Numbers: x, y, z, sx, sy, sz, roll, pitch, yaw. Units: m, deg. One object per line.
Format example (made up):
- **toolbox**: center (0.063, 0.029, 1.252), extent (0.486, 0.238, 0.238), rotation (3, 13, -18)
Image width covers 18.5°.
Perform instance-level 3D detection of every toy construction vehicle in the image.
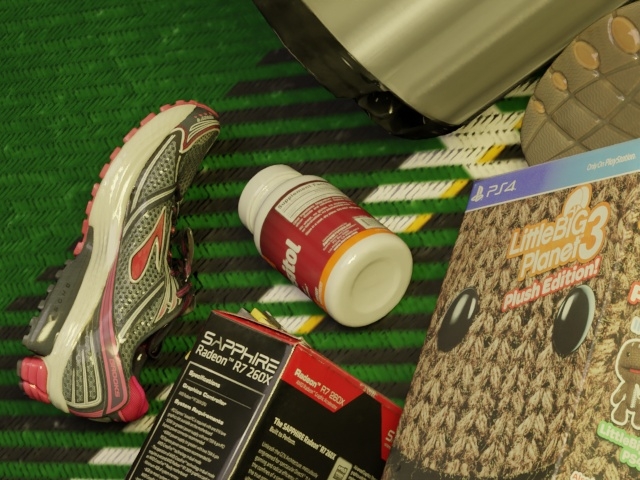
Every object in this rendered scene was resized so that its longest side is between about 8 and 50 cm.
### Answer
- **toy construction vehicle**: center (-0.066, 0.101, 1.649), extent (0.086, 0.035, 0.098), rotation (-48, 49, 4)

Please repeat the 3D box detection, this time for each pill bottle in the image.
- **pill bottle**: center (0.000, 0.000, 1.623), extent (0.086, 0.086, 0.152), rotation (-52, 48, 1)

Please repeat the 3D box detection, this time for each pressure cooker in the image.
- **pressure cooker**: center (0.138, -0.327, 1.510), extent (0.420, 0.375, 0.370), rotation (-36, 43, 20)

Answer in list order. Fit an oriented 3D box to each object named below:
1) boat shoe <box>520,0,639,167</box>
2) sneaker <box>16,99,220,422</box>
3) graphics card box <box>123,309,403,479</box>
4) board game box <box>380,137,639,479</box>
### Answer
- **boat shoe**: center (0.308, -0.135, 1.455), extent (0.355, 0.130, 0.132), rotation (-34, 67, 33)
- **sneaker**: center (-0.154, 0.018, 1.717), extent (0.112, 0.121, 0.299), rotation (20, 76, 10)
- **graphics card box**: center (-0.073, 0.259, 1.442), extent (0.094, 0.233, 0.371), rotation (20, 79, 35)
- **board game box**: center (0.179, 0.100, 1.352), extent (0.232, 0.141, 0.291), rotation (-15, 54, 62)
